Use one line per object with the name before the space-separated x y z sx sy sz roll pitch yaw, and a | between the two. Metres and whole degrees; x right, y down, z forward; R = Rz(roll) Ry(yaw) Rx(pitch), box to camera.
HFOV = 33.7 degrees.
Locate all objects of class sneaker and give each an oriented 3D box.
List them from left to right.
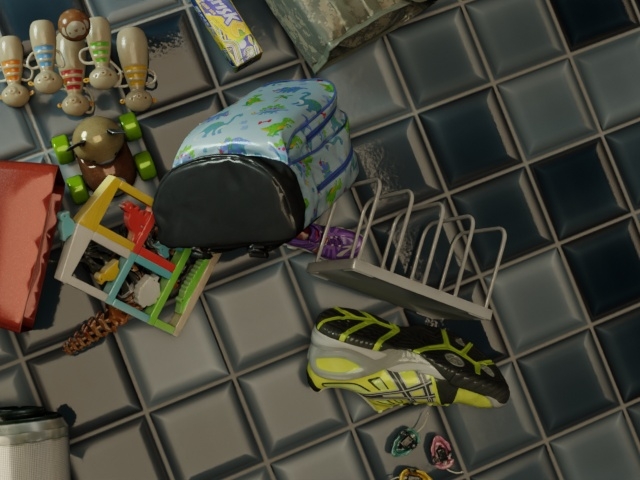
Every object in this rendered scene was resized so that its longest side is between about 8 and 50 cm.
sneaker | 0.000 0.000 1.921 0.170 0.071 0.068 10 84 -9
sneaker | 0.155 0.237 1.912 0.385 0.145 0.147 18 113 -9

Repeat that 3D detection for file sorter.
file sorter | 0.154 0.018 1.854 0.278 0.193 0.173 20 78 -22

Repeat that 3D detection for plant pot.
plant pot | -0.568 -0.003 1.727 0.236 0.267 0.267 12 84 -11

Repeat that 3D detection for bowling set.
bowling set | -0.433 -0.301 1.823 0.287 0.200 0.154 -6 87 -5

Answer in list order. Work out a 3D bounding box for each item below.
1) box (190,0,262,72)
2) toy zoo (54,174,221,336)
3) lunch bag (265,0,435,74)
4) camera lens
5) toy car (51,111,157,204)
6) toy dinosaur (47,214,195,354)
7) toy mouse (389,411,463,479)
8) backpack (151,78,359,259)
box | -0.175 -0.397 1.937 0.059 0.054 0.169 -32 90 -10
toy zoo | -0.313 0.021 1.767 0.293 0.030 0.192 33 80 -36
lunch bag | 0.055 -0.480 1.926 0.287 0.169 0.235 -33 87 -18
camera lens | -0.519 0.414 1.731 0.219 0.219 0.274 -3 86 -9
toy car | -0.375 -0.153 1.817 0.155 0.188 0.148 -21 88 -10
toy dinosaur | -0.340 0.049 1.834 0.218 0.164 0.322 38 59 -20
toy mouse | 0.185 0.385 1.936 0.161 0.031 0.143 5 85 -8
backpack | -0.080 -0.130 1.782 0.290 0.356 0.273 -3 99 35
